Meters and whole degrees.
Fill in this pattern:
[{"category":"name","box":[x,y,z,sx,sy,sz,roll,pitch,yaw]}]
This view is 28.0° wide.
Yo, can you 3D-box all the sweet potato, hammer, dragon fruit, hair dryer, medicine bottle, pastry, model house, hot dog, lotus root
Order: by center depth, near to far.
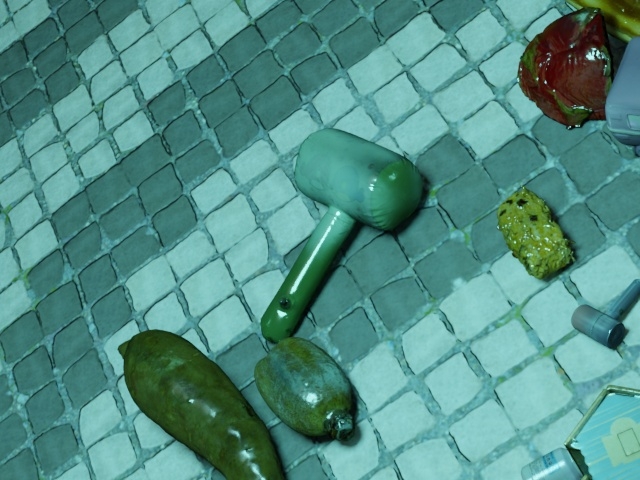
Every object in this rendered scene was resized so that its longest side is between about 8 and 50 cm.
[{"category":"model house","box":[0.372,0.279,1.437,0.271,0.178,0.206,-28,47,12]},{"category":"medicine bottle","box":[0.294,0.282,1.567,0.089,0.052,0.052,-30,49,11]},{"category":"hair dryer","box":[0.383,0.082,1.660,0.114,0.037,0.063,-46,46,-12]},{"category":"pastry","box":[0.289,-0.011,1.761,0.080,0.056,0.140,-30,46,-3]},{"category":"lotus root","box":[-0.015,0.212,1.786,0.113,0.088,0.192,-40,48,-6]},{"category":"sweet potato","box":[-0.159,0.259,1.827,0.130,0.130,0.422,-46,56,-2]},{"category":"dragon fruit","box":[0.346,-0.243,1.837,0.161,0.127,0.121,-11,48,25]},{"category":"hot dog","box":[0.444,-0.348,1.877,0.100,0.068,0.249,-52,45,10]},{"category":"hammer","box":[0.000,0.000,1.910,0.206,0.119,0.336,25,82,42]}]

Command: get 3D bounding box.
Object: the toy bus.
[{"category":"toy bus","box":[0.492,-0.181,1.687,0.202,0.142,0.142,11,67,36]}]
